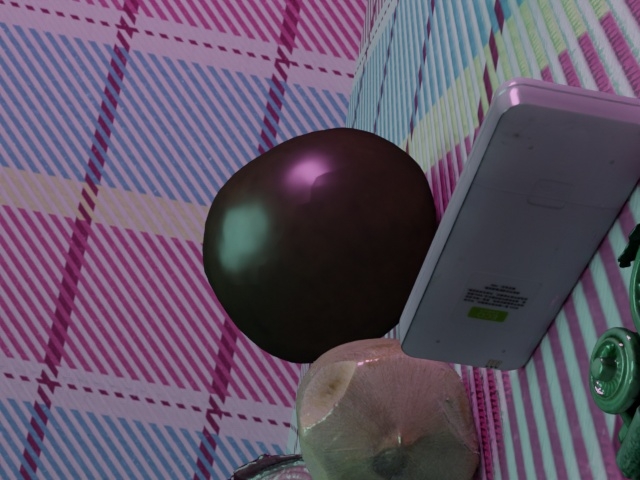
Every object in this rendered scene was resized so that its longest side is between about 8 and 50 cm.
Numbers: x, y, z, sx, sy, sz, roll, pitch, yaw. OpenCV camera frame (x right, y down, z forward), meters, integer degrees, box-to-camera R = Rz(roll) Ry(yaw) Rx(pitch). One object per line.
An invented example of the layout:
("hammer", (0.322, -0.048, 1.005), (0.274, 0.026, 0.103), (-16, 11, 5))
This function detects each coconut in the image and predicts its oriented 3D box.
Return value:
("coconut", (0.057, 0.166, 0.779), (0.162, 0.161, 0.161), (-104, 26, -80))

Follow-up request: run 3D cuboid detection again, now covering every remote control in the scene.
("remote control", (0.130, 0.003, 0.615), (0.250, 0.103, 0.034), (105, 172, -45))

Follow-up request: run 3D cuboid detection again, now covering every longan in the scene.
("longan", (0.004, 0.001, 1.102), (0.297, 0.297, 0.297), (-169, 90, -85))

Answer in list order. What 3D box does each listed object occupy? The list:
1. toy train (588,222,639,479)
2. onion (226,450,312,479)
("toy train", (0.167, 0.032, 0.346), (0.104, 0.071, 0.178), (-107, 28, -57))
("onion", (-0.013, 0.324, 0.982), (0.200, 0.207, 0.200), (57, -175, -7))
